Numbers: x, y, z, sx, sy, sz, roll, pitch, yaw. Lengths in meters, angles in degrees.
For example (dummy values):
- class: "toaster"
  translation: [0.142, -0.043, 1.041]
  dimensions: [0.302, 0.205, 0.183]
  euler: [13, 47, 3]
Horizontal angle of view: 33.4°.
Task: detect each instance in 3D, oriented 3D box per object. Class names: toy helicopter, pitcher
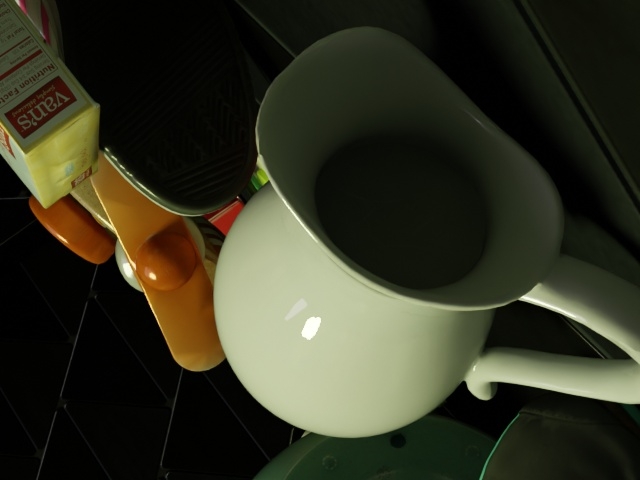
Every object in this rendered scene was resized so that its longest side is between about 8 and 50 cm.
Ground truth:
- class: "toy helicopter"
  translation: [-0.078, 0.027, 0.820]
  dimensions: [0.355, 0.140, 0.235]
  euler: [43, -179, -3]
- class: "pitcher"
  translation: [0.041, 0.027, 0.450]
  dimensions: [0.177, 0.125, 0.207]
  euler: [37, 157, 5]

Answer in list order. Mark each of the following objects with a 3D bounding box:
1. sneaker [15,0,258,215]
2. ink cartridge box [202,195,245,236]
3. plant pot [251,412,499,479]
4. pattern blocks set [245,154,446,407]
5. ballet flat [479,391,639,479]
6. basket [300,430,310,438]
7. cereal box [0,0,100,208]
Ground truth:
- class: "sneaker"
  translation: [-0.147, -0.135, 0.689]
  dimensions: [0.296, 0.123, 0.178]
  euler: [60, 166, 2]
- class: "ink cartridge box"
  translation: [-0.087, 0.029, 1.139]
  dimensions: [0.231, 0.078, 0.134]
  euler: [56, 170, -11]
- class: "plant pot"
  translation: [0.052, 0.249, 0.705]
  dimensions: [0.293, 0.293, 0.235]
  euler: [48, 154, 28]
- class: "pattern blocks set"
  translation: [0.000, 0.000, 0.778]
  dimensions: [0.285, 0.026, 0.325]
  euler: [41, 165, 53]
- class: "ballet flat"
  translation: [0.165, 0.180, 0.422]
  dimensions: [0.280, 0.096, 0.095]
  euler: [47, 166, 32]
- class: "basket"
  translation: [0.048, 0.425, 1.193]
  dimensions: [0.331, 0.266, 0.328]
  euler: [36, 166, 15]
- class: "cereal box"
  translation: [-0.202, -0.133, 0.552]
  dimensions: [0.240, 0.047, 0.173]
  euler: [52, 167, -3]
